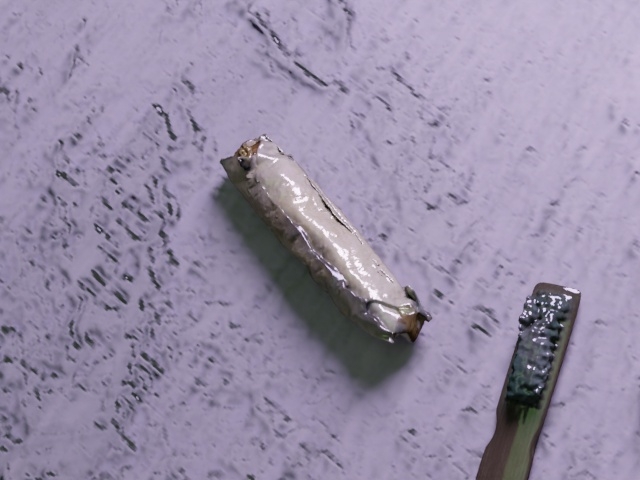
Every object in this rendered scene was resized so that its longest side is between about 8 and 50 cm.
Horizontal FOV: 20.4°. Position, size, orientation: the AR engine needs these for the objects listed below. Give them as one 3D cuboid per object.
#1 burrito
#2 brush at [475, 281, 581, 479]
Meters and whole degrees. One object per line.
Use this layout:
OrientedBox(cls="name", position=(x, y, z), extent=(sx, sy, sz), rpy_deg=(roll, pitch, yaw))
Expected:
OrientedBox(cls="burrito", position=(0.000, 0.000, 1.151), extent=(0.045, 0.041, 0.185), rpy_deg=(-22, 60, -33))
OrientedBox(cls="brush", position=(0.117, 0.116, 1.082), extent=(0.034, 0.027, 0.190), rpy_deg=(14, 81, 25))
